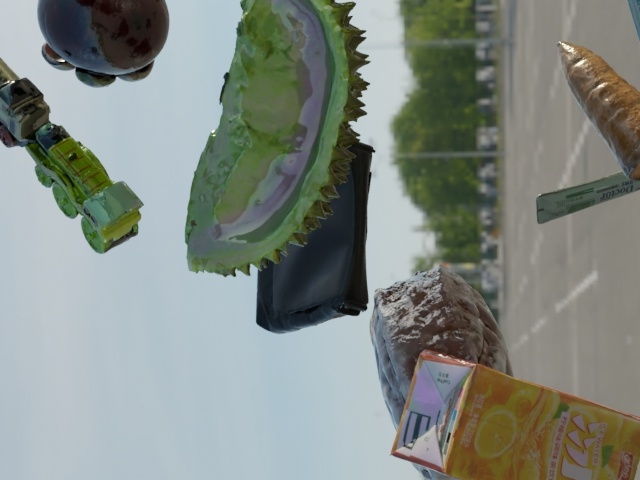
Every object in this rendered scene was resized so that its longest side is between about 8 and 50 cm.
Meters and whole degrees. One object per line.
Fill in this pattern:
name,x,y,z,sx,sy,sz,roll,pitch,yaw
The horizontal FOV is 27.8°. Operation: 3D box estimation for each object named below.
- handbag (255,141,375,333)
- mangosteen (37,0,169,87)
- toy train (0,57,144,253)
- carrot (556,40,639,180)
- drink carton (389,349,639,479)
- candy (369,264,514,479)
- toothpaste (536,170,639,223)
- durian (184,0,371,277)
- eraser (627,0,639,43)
handbag,0.000,0.000,1.793,0.223,0.080,0.246,-18,66,52
mangosteen,-0.300,-0.290,1.773,0.200,0.200,0.199,-1,-90,-83
toy train,-0.256,-0.091,1.197,0.053,0.249,0.085,-35,-19,-27
carrot,0.318,-0.153,1.421,0.072,0.072,0.205,80,164,-54
drink carton,0.174,0.169,1.098,0.071,0.223,0.096,10,82,55
candy,0.145,0.155,1.502,0.289,0.157,0.214,-104,-9,-56
toothpaste,0.460,-0.082,2.155,0.041,0.218,0.064,-117,12,-47
durian,-0.040,-0.131,1.370,0.157,0.170,0.355,164,115,-83
eraser,0.459,-0.264,1.647,0.052,0.096,0.225,-27,-80,-45
